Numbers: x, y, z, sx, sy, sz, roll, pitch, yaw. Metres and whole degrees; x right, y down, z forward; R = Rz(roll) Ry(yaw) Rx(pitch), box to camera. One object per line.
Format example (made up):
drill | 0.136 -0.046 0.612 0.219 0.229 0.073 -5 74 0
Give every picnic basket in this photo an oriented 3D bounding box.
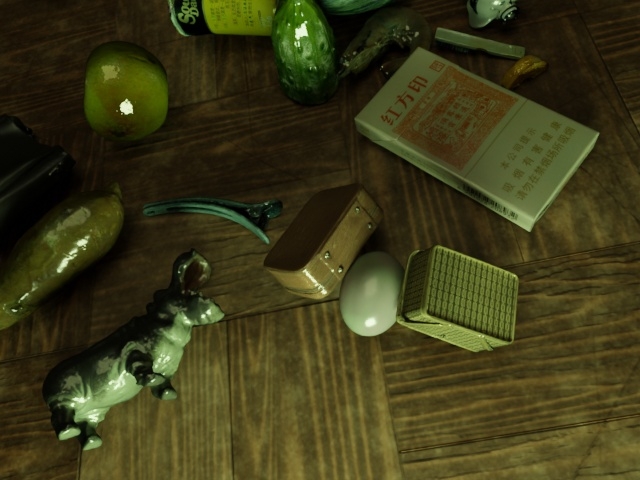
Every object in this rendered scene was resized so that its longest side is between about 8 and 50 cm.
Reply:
picnic basket | 0.199 0.085 0.825 0.164 0.079 0.115 20 65 -15

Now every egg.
egg | 0.081 0.082 0.877 0.103 0.103 0.135 12 69 18

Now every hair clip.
hair clip | -0.205 -0.052 1.052 0.275 0.048 0.083 8 66 22

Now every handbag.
handbag | 0.000 0.000 0.919 0.151 0.072 0.193 -3 47 51
handbag | -0.654 -0.130 1.147 0.285 0.113 0.257 28 66 31

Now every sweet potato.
sweet potato | -0.509 0.054 1.017 0.422 0.130 0.130 -42 62 -1

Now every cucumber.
cucumber | -0.031 -0.374 1.066 0.134 0.244 0.134 -2 65 4

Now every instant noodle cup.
instant noodle cup | -0.179 -0.528 1.209 0.236 0.215 0.216 12 66 10

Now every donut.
donut | 0.377 -0.313 1.063 0.083 0.067 0.038 -46 65 23

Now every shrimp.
shrimp | 0.133 -0.371 1.131 0.145 0.059 0.254 30 64 6

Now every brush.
brush | 0.309 -0.379 1.115 0.178 0.030 0.033 17 60 9

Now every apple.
apple | -0.385 -0.296 1.135 0.156 0.196 0.196 2 59 -19

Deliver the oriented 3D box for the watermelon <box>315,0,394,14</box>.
watermelon | 0.040 -0.550 1.110 0.212 0.261 0.201 -3 102 26

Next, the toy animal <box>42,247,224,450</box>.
toy animal | -0.276 0.172 0.911 0.168 0.106 0.343 34 68 33

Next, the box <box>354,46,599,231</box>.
box | 0.263 -0.190 1.000 0.365 0.051 0.205 35 76 23

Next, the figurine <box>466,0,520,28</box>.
figurine | 0.334 -0.506 1.127 0.147 0.126 0.192 -40 63 31
